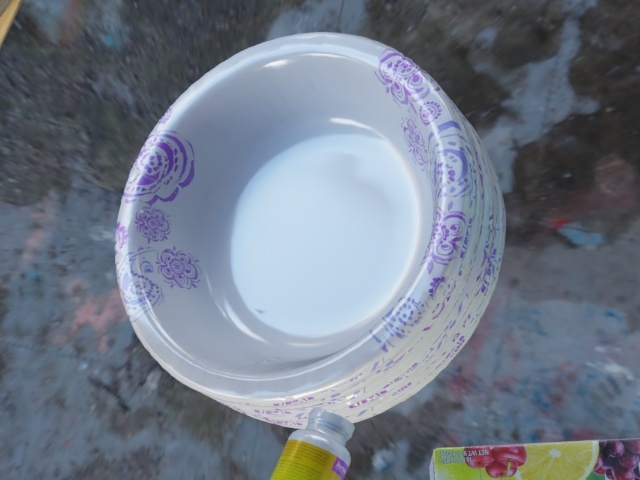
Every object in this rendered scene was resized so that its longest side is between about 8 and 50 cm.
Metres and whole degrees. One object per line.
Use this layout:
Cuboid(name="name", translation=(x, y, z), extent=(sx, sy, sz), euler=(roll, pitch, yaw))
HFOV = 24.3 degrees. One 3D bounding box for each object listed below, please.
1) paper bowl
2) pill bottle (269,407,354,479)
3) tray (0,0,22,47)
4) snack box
Cuboid(name="paper bowl", translation=(0.000, 0.000, 1.115), extent=(0.284, 0.148, 0.284), euler=(-9, 68, 22))
Cuboid(name="pill bottle", translation=(-0.008, 0.151, 0.950), extent=(0.043, 0.043, 0.083), euler=(26, 70, -3))
Cuboid(name="tray", translation=(-0.291, 0.001, 0.854), extent=(0.076, 0.411, 0.203), euler=(31, 50, -8))
Cuboid(name="snack box", translation=(0.129, 0.152, 0.743), extent=(0.141, 0.037, 0.100), euler=(-3, 67, -1))
